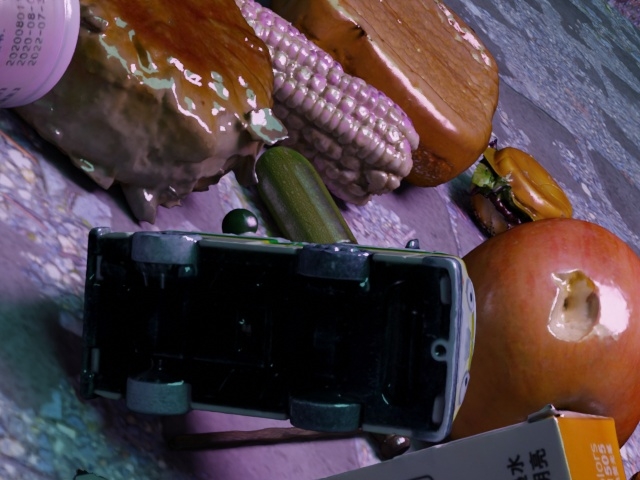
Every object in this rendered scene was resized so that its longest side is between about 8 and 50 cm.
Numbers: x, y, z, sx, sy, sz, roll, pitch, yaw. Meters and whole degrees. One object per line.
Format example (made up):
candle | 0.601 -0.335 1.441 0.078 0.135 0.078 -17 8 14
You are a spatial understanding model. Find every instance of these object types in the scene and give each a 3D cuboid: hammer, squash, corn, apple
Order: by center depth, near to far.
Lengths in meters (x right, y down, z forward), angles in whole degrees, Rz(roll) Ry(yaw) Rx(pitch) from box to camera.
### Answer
hammer | -0.022 0.161 1.137 0.292 0.029 0.058 5 46 -53
apple | 0.221 0.112 1.340 0.242 0.242 0.241 36 34 -22
squash | 0.000 0.000 1.359 0.066 0.066 0.229 9 45 -53
corn | -0.035 -0.171 1.485 0.335 0.126 0.126 40 26 -15

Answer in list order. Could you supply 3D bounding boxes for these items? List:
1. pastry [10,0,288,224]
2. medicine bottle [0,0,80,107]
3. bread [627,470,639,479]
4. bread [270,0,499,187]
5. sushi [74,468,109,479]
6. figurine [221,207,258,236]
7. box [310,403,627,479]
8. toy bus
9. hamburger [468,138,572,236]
pastry | -0.181 -0.183 1.253 0.329 0.136 0.329 36 29 -23
medicine bottle | -0.314 -0.173 1.011 0.152 0.152 0.254 54 26 15
bread | 0.383 0.315 1.459 0.160 0.073 0.160 28 27 -16
bread | 0.070 -0.222 1.704 0.337 0.148 0.328 42 29 -16
sushi | -0.059 0.262 0.899 0.219 0.047 0.231 31 29 -31
figurine | -0.042 0.039 1.198 0.147 0.093 0.197 61 26 5
box | 0.109 0.265 0.876 0.091 0.221 0.274 12 60 -52
toy bus | -0.020 0.060 1.000 0.165 0.276 0.133 -7 102 -71
hamburger | 0.256 -0.049 1.797 0.189 0.093 0.164 22 33 -45
